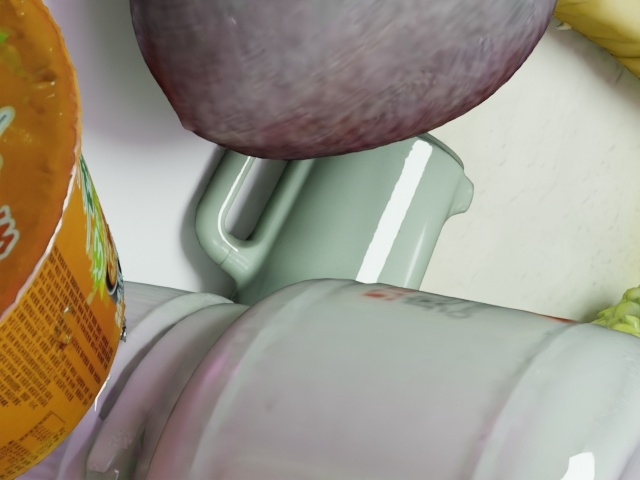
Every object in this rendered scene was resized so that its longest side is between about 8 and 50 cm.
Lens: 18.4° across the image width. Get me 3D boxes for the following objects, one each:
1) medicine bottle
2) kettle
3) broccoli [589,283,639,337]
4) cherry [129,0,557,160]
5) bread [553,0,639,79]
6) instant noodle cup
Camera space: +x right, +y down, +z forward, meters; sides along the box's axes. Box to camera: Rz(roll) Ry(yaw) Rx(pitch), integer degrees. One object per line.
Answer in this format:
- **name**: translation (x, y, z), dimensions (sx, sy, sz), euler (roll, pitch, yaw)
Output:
- **medicine bottle**: translation (-0.003, 0.143, 0.922), dimensions (0.256, 0.324, 0.256), euler (-28, 122, -56)
- **kettle**: translation (0.002, 0.002, 1.096), dimensions (0.098, 0.126, 0.148), euler (62, 51, -73)
- **broccoli**: translation (0.217, 0.155, 1.259), dimensions (0.243, 0.247, 0.263), euler (-27, 166, 0)
- **cherry**: translation (0.017, -0.153, 0.990), dimensions (0.266, 0.183, 0.213), euler (-46, 117, -18)
- **bread**: translation (0.193, -0.180, 1.216), dimensions (0.305, 0.091, 0.142), euler (30, 88, -44)
- **instant noodle cup**: translation (-0.183, 0.001, 0.803), dimensions (0.230, 0.230, 0.182), euler (-59, 160, -14)
